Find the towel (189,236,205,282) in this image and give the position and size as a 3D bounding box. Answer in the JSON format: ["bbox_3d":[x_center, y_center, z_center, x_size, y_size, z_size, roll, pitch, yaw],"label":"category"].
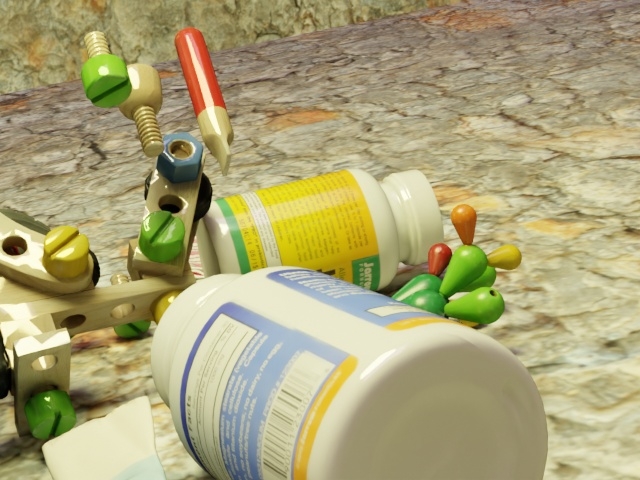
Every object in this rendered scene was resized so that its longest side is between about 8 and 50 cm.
[{"bbox_3d":[-0.087,0.006,1.427,0.144,0.029,0.197,-13,16,-13],"label":"towel"}]

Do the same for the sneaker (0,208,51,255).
[{"bbox_3d":[-0.332,0.020,1.271,0.286,0.109,0.130,17,6,-43],"label":"sneaker"}]

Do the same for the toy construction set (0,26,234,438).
[{"bbox_3d":[-0.164,0.016,1.055,0.257,0.309,0.237,13,42,-37],"label":"toy construction set"}]

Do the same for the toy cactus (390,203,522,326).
[{"bbox_3d":[0.057,0.054,1.083,0.180,0.112,0.219,-11,22,32],"label":"toy cactus"}]

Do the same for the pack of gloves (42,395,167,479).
[{"bbox_3d":[-0.175,0.197,0.830,0.195,0.046,0.232,-27,20,-4],"label":"pack of gloves"}]

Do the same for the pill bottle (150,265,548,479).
[{"bbox_3d":[-0.001,0.100,0.839,0.152,0.152,0.272,-18,18,-26],"label":"pill bottle"}]

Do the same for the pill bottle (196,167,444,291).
[{"bbox_3d":[0.000,0.000,1.239,0.208,0.117,0.117,-14,17,-14],"label":"pill bottle"}]
